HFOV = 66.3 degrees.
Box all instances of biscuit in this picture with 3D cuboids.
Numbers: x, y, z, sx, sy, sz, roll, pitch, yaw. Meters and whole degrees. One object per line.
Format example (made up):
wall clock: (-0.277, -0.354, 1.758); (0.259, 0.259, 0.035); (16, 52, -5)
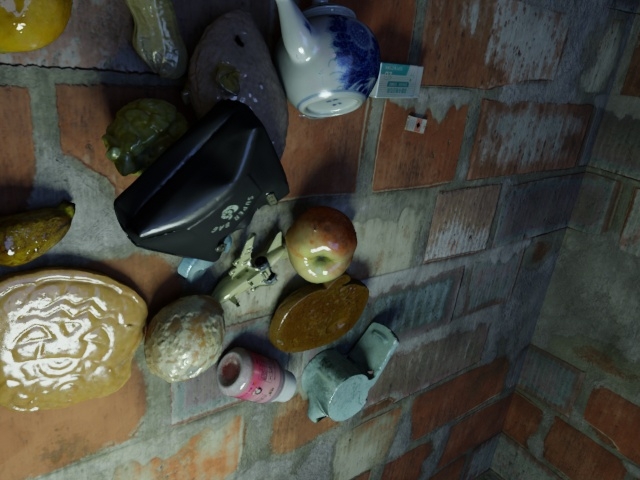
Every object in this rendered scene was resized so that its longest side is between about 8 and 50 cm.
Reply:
biscuit: (-0.595, 0.230, 1.115); (0.385, 0.062, 0.365); (8, 107, -41)
biscuit: (0.002, 0.220, 1.572); (0.367, 0.063, 0.314); (-4, 124, -40)

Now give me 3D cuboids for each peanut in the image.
peanut: (-0.330, -0.429, 0.976); (0.098, 0.090, 0.214); (-3, 120, 8)

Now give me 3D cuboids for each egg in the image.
egg: (-0.340, 0.244, 1.242); (0.233, 0.195, 0.195); (-58, 137, -25)

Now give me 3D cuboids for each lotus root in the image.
lotus root: (-0.576, -0.019, 0.986); (0.190, 0.094, 0.108); (-30, 163, -30)

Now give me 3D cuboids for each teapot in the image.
teapot: (0.013, -0.446, 1.156); (0.424, 0.252, 0.280); (1, 81, -63)

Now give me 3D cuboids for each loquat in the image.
loquat: (-0.499, -0.417, 0.784); (0.187, 0.176, 0.234); (7, 97, -41)

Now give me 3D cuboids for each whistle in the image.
whistle: (0.111, 0.470, 1.737); (0.404, 0.168, 0.188); (-30, 127, -24)
whistle: (-0.275, 0.005, 1.208); (0.180, 0.093, 0.269); (-40, 162, -55)

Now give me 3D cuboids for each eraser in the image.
eraser: (0.211, -0.458, 1.397); (0.225, 0.052, 0.096); (-18, 123, -47)

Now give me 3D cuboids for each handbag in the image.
handbag: (-0.210, -0.084, 1.005); (0.342, 0.152, 0.288); (-42, 153, 2)

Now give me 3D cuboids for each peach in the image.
peach: (0.000, 0.000, 1.391); (0.232, 0.232, 0.232); (-18, 122, -32)

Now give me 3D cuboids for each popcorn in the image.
popcorn: (-0.343, -0.200, 1.019); (0.185, 0.167, 0.187); (-43, 128, 11)

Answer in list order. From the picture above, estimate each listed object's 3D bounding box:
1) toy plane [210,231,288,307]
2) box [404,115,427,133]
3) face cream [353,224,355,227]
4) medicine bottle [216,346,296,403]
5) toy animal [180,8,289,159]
toy plane: (-0.191, 0.088, 1.352); (0.256, 0.104, 0.242); (-47, 149, -19)
box: (0.307, -0.372, 1.574); (0.083, 0.012, 0.046); (-1, 111, -39)
face cream: (0.030, 0.020, 1.520); (0.084, 0.057, 0.198); (35, 86, -46)
medicine bottle: (-0.187, 0.419, 1.487); (0.247, 0.147, 0.147); (34, 89, -43)
toy animal: (-0.181, -0.300, 1.080); (0.226, 0.188, 0.358); (-48, 126, -44)
